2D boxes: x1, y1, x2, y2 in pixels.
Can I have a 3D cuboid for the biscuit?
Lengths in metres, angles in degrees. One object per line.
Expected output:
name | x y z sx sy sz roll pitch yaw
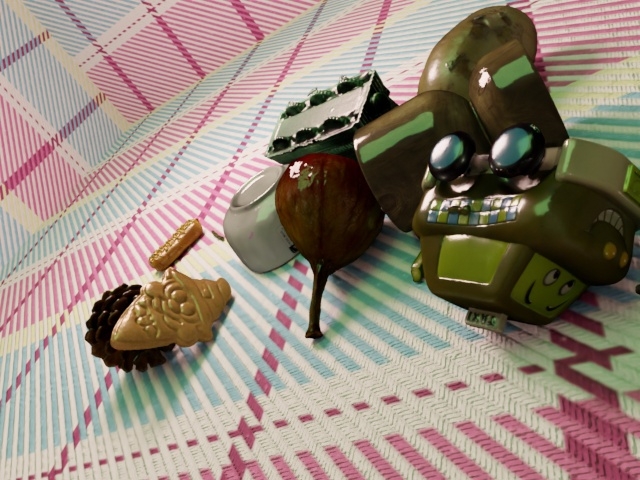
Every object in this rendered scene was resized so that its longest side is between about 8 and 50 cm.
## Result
biscuit | -0.259 0.124 1.023 0.250 0.162 0.035 -29 -25 -41

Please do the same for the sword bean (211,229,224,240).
sword bean | -0.244 -0.012 1.365 0.012 0.012 0.083 -44 29 -11

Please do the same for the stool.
stool | 0.202 -0.145 0.843 0.264 0.179 0.179 -28 29 21

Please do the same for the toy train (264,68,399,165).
toy train | 0.035 -0.211 1.154 0.330 0.178 0.139 -8 59 52

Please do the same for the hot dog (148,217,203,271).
hot dog | -0.357 0.010 1.432 0.165 0.045 0.071 -47 26 -15

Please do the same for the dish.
dish | -0.095 -0.065 1.149 0.256 0.117 0.256 -30 28 18

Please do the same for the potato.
potato | 0.277 -0.309 1.023 0.262 0.165 0.165 -54 30 -15

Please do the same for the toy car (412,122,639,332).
toy car | 0.213 0.004 0.634 0.247 0.204 0.198 3 71 54

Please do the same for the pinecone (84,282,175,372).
pinecone | -0.342 0.170 1.065 0.165 0.163 0.163 22 63 44

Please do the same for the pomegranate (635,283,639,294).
pomegranate | 0.337 0.054 0.439 0.148 0.149 0.169 -46 53 -14

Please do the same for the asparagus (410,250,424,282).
asparagus | 0.158 0.014 0.823 0.025 0.021 0.108 -1 45 51

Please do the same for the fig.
fig | 0.030 0.001 0.909 0.190 0.190 0.291 -26 65 23
